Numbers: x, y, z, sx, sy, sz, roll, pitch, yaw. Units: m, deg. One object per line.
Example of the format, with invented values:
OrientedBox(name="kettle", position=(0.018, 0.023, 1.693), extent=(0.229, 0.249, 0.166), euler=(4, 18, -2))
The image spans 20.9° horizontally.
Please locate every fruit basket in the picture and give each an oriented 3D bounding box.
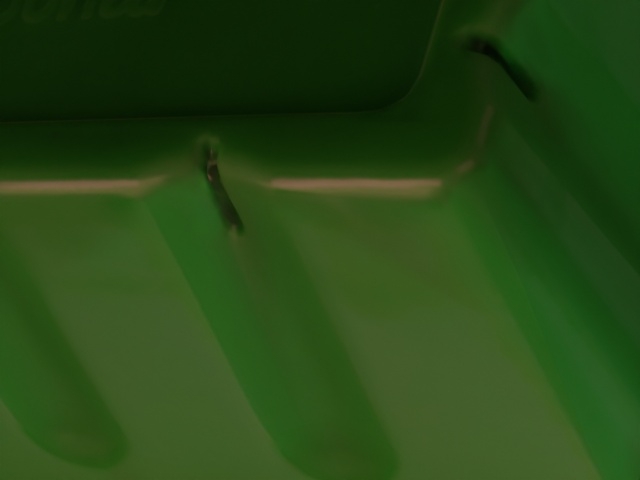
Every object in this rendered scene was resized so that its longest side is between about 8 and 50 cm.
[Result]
OrientedBox(name="fruit basket", position=(0.000, 0.000, 0.582), extent=(0.392, 0.283, 0.392), euler=(13, 151, 7))
